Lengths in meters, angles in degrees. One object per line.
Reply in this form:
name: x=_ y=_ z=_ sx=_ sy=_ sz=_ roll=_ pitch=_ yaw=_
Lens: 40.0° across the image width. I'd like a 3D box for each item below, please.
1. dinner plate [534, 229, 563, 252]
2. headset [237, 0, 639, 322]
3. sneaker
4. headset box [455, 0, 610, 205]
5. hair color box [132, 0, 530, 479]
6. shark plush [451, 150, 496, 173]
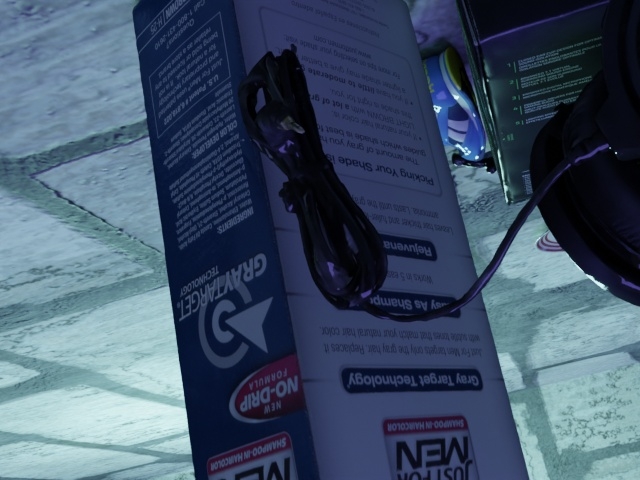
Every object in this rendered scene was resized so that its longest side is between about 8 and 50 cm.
dinner plate: x=0.356 y=-0.017 z=1.184 sx=0.141 sy=0.017 sz=0.141 roll=-11 pitch=161 yaw=-4
headset: x=0.168 y=-0.077 z=0.422 sx=0.394 sy=0.185 sz=0.243 roll=-23 pitch=161 yaw=-9
sneaker: x=0.103 y=-0.109 z=0.741 sx=0.059 sy=0.053 sz=0.144 roll=-18 pitch=151 yaw=16
headset box: x=0.211 y=-0.154 z=0.556 sx=0.246 sy=0.131 sz=0.283 roll=-16 pitch=160 yaw=12
hair color box: x=0.000 y=0.000 z=0.537 sx=0.173 sy=0.347 sz=0.105 roll=8 pitch=152 yaw=-43
shark plush: x=0.215 y=-0.075 z=0.898 sx=0.161 sy=0.073 sz=0.067 roll=-14 pitch=-169 yaw=-7
